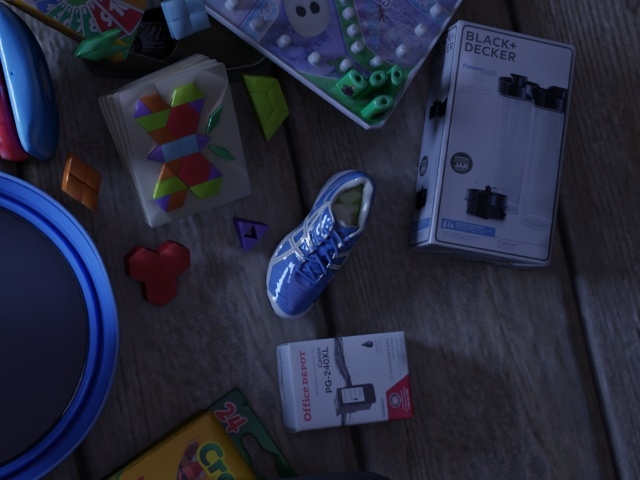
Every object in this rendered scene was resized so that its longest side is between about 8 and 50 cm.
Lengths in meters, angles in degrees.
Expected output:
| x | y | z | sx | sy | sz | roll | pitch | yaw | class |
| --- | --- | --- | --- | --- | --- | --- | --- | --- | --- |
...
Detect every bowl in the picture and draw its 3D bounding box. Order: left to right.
| x | y | z | sx | sy | sz | roll | pitch | yaw | class |
| --- | --- | --- | --- | --- | --- | --- | --- | --- | --- |
| -0.426 | 0.108 | 1.467 | 0.391 | 0.077 | 0.391 | 1 | 84 | -14 | bowl |

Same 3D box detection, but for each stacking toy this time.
| x | y | z | sx | sy | sz | roll | pitch | yaw | class |
| --- | --- | --- | --- | --- | --- | --- | --- | --- | --- |
| -0.458 | -0.147 | 1.463 | 0.302 | 0.166 | 0.175 | -14 | 89 | -3 | stacking toy |

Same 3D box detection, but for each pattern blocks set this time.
| x | y | z | sx | sy | sz | roll | pitch | yaw | class |
| --- | --- | --- | --- | --- | --- | --- | --- | --- | --- |
| -0.165 | -0.111 | 1.513 | 0.285 | 0.026 | 0.325 | -34 | 117 | -15 | pattern blocks set |

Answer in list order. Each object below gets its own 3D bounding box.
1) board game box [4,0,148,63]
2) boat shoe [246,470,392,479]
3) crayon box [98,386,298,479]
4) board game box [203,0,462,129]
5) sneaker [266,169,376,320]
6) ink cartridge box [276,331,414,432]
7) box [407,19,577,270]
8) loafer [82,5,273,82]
| x | y | z | sx | sy | sz | roll | pitch | yaw | class |
| --- | --- | --- | --- | --- | --- | --- | --- | --- | --- |
| -0.310 | -0.312 | 1.436 | 0.259 | 0.039 | 0.124 | 27 | 71 | -28 | board game box |
| -0.058 | 0.318 | 1.439 | 0.335 | 0.095 | 0.112 | -8 | 85 | -18 | boat shoe |
| -0.167 | 0.337 | 1.503 | 0.318 | 0.081 | 0.202 | -35 | 92 | -15 | crayon box |
| 0.012 | -0.395 | 1.605 | 0.390 | 0.050 | 0.390 | 36 | 65 | -8 | board game box |
| 0.000 | 0.000 | 1.581 | 0.080 | 0.081 | 0.211 | 29 | 79 | -11 | sneaker |
| 0.029 | 0.172 | 1.577 | 0.150 | 0.063 | 0.109 | -5 | 85 | -15 | ink cartridge box |
| 0.218 | -0.118 | 1.644 | 0.169 | 0.087 | 0.290 | 11 | 81 | -12 | box |
| -0.161 | -0.239 | 1.564 | 0.251 | 0.087 | 0.094 | -8 | 86 | -14 | loafer |
